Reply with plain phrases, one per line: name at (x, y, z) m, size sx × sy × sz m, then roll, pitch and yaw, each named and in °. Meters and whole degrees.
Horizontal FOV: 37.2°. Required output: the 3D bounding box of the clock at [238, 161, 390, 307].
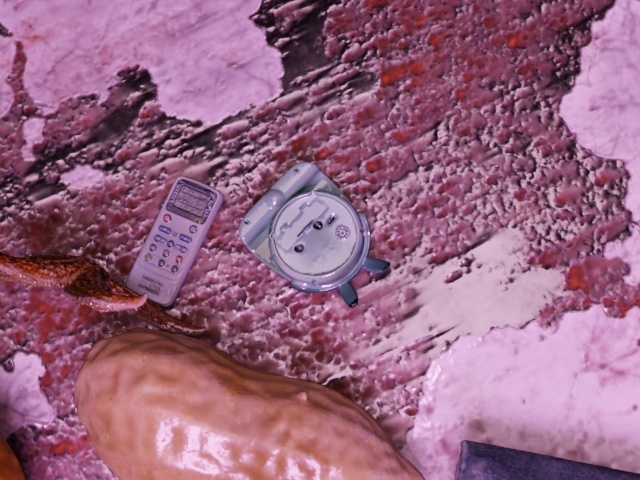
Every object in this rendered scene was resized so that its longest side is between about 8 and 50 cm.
clock at (0.000, 0.000, 0.880) m, size 0.135 × 0.041 × 0.101 m, roll 41°, pitch 84°, yaw 12°

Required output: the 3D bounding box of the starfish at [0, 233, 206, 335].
starfish at (-0.216, 0.038, 0.845) m, size 0.238 × 0.213 × 0.056 m, roll 16°, pitch 86°, yaw -27°

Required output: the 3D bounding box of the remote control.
remote control at (-0.139, 0.000, 0.905) m, size 0.053 × 0.018 × 0.124 m, roll 24°, pitch 81°, yaw 11°

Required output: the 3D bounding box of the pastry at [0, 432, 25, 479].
pastry at (-0.432, 0.262, 0.760) m, size 0.410 × 0.245 × 0.409 m, roll -2°, pitch 77°, yaw 7°

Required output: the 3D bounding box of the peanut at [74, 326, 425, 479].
peanut at (-0.061, 0.173, 0.803) m, size 0.313 × 0.149 × 0.149 m, roll 17°, pitch 80°, yaw 4°

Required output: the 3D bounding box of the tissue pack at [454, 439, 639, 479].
tissue pack at (0.244, 0.285, 0.716) m, size 0.316 × 0.103 × 0.228 m, roll 10°, pitch 39°, yaw 8°
